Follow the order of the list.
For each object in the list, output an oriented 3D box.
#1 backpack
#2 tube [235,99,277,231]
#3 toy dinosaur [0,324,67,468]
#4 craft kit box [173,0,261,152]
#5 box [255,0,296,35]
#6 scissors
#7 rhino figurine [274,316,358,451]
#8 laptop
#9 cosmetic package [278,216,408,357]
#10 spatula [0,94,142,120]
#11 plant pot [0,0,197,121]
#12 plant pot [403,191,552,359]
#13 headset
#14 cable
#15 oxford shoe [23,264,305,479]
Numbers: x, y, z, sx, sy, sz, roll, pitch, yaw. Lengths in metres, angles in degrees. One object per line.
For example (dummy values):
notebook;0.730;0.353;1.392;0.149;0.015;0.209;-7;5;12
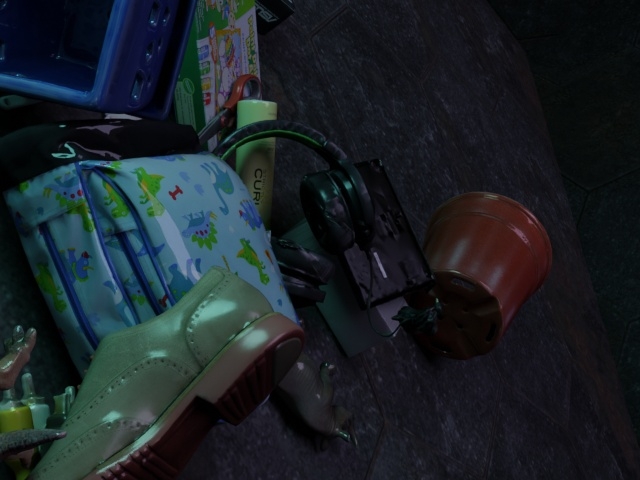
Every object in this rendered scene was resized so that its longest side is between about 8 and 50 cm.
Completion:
backpack;-0.177;0.043;0.970;0.290;0.273;0.356;-10;93;-66
tube;-0.099;-0.091;1.313;0.070;0.062;0.240;1;95;-20
toy dinosaur;-0.336;0.118;0.647;0.295;0.127;0.200;29;19;26
craft kit box;-0.160;-0.291;1.326;0.247;0.060;0.250;-66;157;-58
box;-0.224;-0.588;1.533;0.394;0.097;0.318;27;40;-48
scissors;-0.144;-0.193;1.287;0.297;0.021;0.109;-34;131;-70
rhino figurine;-0.017;0.214;1.237;0.243;0.073;0.106;54;25;-18
laptop;0.085;-0.004;1.454;0.264;0.136;0.234;-17;78;-38
cosmetic package;0.043;0.060;1.441;0.238;0.107;0.127;56;26;-7
spatula;-0.300;-0.145;1.129;0.168;0.019;0.242;61;28;-6
plant pot;-0.263;-0.260;0.946;0.212;0.235;0.236;2;103;-76
plant pot;0.296;0.083;1.708;0.272;0.272;0.265;56;37;-12
headset;0.000;0.000;1.228;0.394;0.243;0.185;42;-11;-12
cable;-0.256;0.271;0.828;0.139;0.072;0.288;30;53;-59
oxford shoe;-0.179;0.163;0.779;0.130;0.348;0.123;43;-20;23
